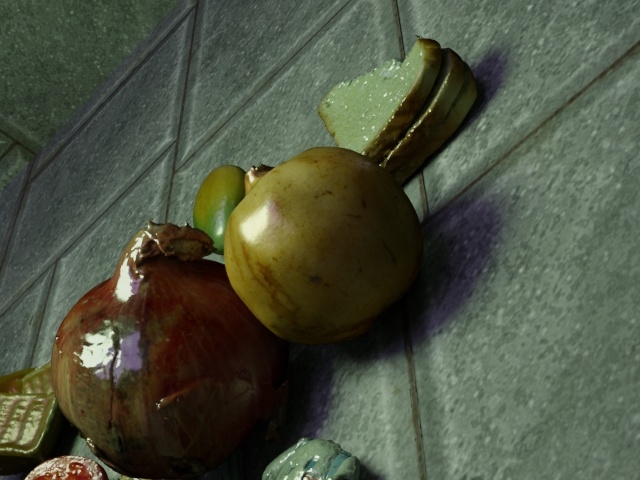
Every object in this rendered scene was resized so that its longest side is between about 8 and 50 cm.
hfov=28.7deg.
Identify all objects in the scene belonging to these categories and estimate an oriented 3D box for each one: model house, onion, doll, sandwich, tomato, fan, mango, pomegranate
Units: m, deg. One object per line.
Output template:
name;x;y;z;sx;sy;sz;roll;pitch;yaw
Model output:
model house;-0.548;0.316;2.298;0.239;0.173;0.268;-25;40;49
onion;-0.199;0.174;1.726;0.353;0.353;0.354;-41;27;26
doll;-0.008;0.289;1.500;0.103;0.071;0.214;-52;16;-15
sandwich;0.112;-0.209;1.904;0.254;0.099;0.288;-52;23;19
tomato;-0.402;0.424;2.005;0.159;0.091;0.139;-15;47;14
fan;-0.114;0.326;1.697;0.057;0.023;0.282;-41;26;7
mango;-0.171;-0.053;2.224;0.130;0.092;0.195;-40;36;22
pomegranate;0.000;0.000;1.630;0.264;0.264;0.264;-41;27;26

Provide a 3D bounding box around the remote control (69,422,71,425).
remote control;-0.373;0.276;2.172;0.313;0.055;0.109;-5;83;59

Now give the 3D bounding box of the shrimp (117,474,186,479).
shrimp;-0.255;0.395;1.815;0.178;0.075;0.289;-39;15;24
